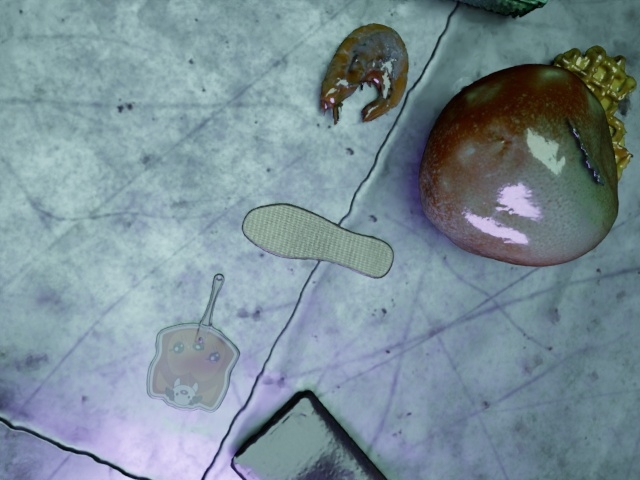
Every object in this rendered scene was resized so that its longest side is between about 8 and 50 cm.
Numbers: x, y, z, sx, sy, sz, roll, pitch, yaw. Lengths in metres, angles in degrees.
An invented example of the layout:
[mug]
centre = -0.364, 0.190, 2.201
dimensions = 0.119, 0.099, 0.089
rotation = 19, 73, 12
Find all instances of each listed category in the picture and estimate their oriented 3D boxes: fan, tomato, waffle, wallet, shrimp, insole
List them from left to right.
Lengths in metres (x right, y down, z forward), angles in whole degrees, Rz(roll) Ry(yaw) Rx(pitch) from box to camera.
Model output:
[fan]
centre = -0.186, 0.156, 1.125
dimensions = 0.132, 0.009, 0.219
rotation = 18, 89, -12
[insole]
centre = 0.000, 0.000, 1.159
dimensions = 0.253, 0.005, 0.086
rotation = 16, 89, -12
[wallet]
centre = 0.018, 0.406, 1.159
dimensions = 0.170, 0.044, 0.321
rotation = -41, 96, -8
[shrimp]
centre = 0.073, -0.252, 1.141
dimensions = 0.132, 0.052, 0.187
rotation = 38, 82, -10
[tomato]
centre = 0.294, -0.103, 1.066
dimensions = 0.304, 0.239, 0.303
rotation = 4, 114, 10
[waffle]
centre = 0.431, -0.188, 1.214
dimensions = 0.249, 0.056, 0.253
rotation = -25, 95, -8

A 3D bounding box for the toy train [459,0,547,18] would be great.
[toy train]
centre = 0.247, -0.452, 1.144
dimensions = 0.270, 0.115, 0.154
rotation = 12, 98, -12
